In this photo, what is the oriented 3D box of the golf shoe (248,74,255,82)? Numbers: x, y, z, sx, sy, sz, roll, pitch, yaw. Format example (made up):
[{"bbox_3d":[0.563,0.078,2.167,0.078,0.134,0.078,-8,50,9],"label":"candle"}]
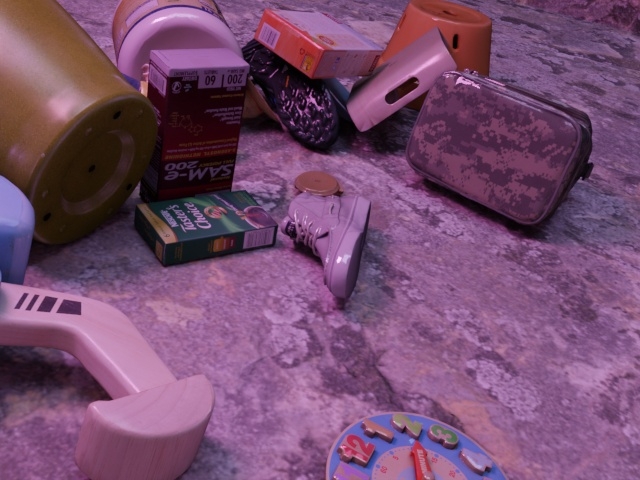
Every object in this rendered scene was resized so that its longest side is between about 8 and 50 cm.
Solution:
[{"bbox_3d":[-0.146,-0.408,1.672,0.198,0.094,0.077,-21,46,-40],"label":"golf shoe"}]

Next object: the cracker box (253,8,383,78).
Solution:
[{"bbox_3d":[0.001,-0.388,1.476,0.155,0.067,0.232,39,31,21],"label":"cracker box"}]

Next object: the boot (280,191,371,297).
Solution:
[{"bbox_3d":[0.000,0.000,1.088,0.123,0.095,0.258,9,23,6],"label":"boot"}]

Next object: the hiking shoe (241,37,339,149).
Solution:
[{"bbox_3d":[-0.042,-0.290,1.499,0.304,0.113,0.132,56,8,27],"label":"hiking shoe"}]

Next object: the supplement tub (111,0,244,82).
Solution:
[{"bbox_3d":[-0.284,-0.378,1.446,0.228,0.228,0.316,0,34,-19],"label":"supplement tub"}]

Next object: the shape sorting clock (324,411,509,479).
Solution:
[{"bbox_3d":[0.105,0.251,0.752,0.206,0.040,0.206,8,32,-5],"label":"shape sorting clock"}]

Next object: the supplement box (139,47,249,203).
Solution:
[{"bbox_3d":[-0.192,-0.161,1.119,0.130,0.239,0.073,-12,40,-33],"label":"supplement box"}]

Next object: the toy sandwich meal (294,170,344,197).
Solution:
[{"bbox_3d":[-0.004,-0.090,1.276,0.085,0.029,0.085,5,35,-4],"label":"toy sandwich meal"}]

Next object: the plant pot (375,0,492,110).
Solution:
[{"bbox_3d":[0.284,-0.446,1.775,0.290,0.203,0.291,10,31,-6],"label":"plant pot"}]

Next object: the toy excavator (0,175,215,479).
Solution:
[{"bbox_3d":[-0.355,0.054,0.779,0.445,0.222,0.433,7,32,-24],"label":"toy excavator"}]

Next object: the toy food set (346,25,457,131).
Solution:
[{"bbox_3d":[0.175,-0.327,1.534,0.092,0.219,0.306,53,18,-16],"label":"toy food set"}]

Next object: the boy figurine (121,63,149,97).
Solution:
[{"bbox_3d":[-0.277,-0.208,1.268,0.285,0.092,0.177,19,64,-29],"label":"boy figurine"}]

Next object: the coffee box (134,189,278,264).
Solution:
[{"bbox_3d":[-0.167,-0.023,1.097,0.184,0.040,0.113,-10,38,-32],"label":"coffee box"}]

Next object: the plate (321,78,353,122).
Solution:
[{"bbox_3d":[0.036,-0.299,1.550,0.188,0.024,0.188,44,19,-20],"label":"plate"}]

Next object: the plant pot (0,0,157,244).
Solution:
[{"bbox_3d":[-0.427,-0.185,1.020,0.353,0.366,0.366,34,36,13],"label":"plant pot"}]

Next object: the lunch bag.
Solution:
[{"bbox_3d":[0.339,-0.181,1.382,0.305,0.213,0.256,28,18,22],"label":"lunch bag"}]

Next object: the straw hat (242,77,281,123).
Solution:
[{"bbox_3d":[-0.142,-0.270,1.468,0.061,0.144,0.144,-36,41,2],"label":"straw hat"}]
